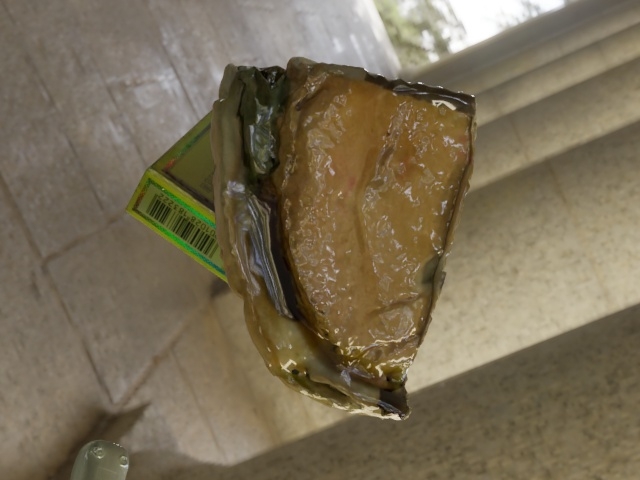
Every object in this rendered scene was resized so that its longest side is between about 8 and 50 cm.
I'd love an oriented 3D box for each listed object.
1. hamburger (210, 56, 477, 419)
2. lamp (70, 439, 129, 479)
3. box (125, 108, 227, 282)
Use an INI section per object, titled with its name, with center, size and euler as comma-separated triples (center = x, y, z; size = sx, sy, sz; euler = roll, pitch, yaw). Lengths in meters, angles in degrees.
[hamburger]
center = 0.000, 0.000, 0.662
size = 0.135, 0.155, 0.207
euler = -177, -87, -73
[lamp]
center = -0.224, 0.209, 0.854
size = 0.050, 0.198, 0.056
euler = 27, 51, -37
[box]
center = -0.047, -0.015, 0.981
size = 0.220, 0.064, 0.141
euler = 37, 36, 0
